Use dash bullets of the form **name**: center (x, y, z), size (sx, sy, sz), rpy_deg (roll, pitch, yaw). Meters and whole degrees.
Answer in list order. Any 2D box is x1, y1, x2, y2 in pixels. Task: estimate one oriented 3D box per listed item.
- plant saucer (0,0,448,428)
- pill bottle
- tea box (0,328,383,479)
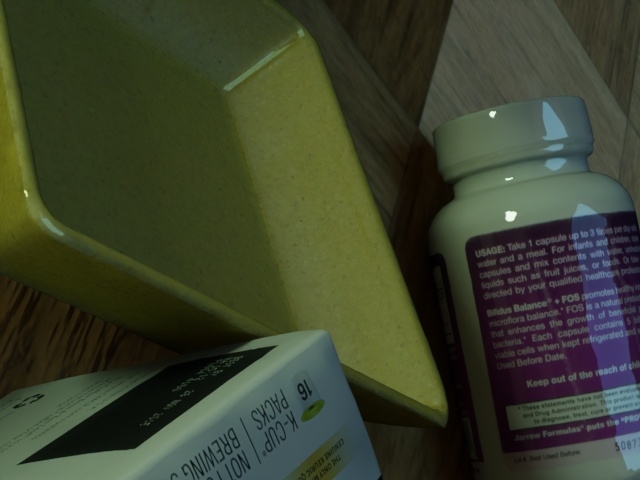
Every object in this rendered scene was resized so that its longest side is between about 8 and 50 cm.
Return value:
- **plant saucer**: center (-0.088, -0.057, 0.819), size (0.333, 0.081, 0.333), rpy_deg (31, 32, -47)
- **pill bottle**: center (0.178, 0.046, 1.161), size (0.169, 0.169, 0.302), rpy_deg (-4, 82, -56)
- **tea box**: center (-0.104, 0.255, 0.624), size (0.329, 0.220, 0.324), rpy_deg (-31, 104, -55)
